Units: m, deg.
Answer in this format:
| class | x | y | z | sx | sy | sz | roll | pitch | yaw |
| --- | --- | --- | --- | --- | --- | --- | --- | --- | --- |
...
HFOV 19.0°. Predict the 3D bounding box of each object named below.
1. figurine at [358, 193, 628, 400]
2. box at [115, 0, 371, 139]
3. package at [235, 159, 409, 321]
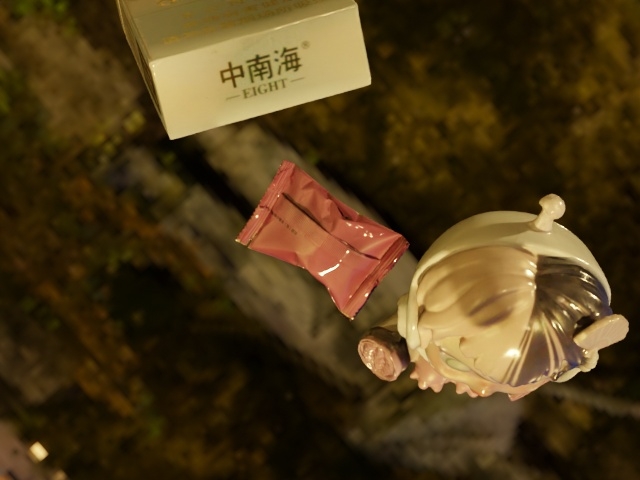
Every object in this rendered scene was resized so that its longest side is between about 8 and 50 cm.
| class | x | y | z | sx | sy | sz | roll | pitch | yaw |
| --- | --- | --- | --- | --- | --- | --- | --- | --- | --- |
| figurine | 0.197 | 0.083 | 2.299 | 0.253 | 0.211 | 0.361 | -4 | 170 | -14 |
| box | -0.067 | -0.167 | 1.421 | 0.155 | 0.067 | 0.243 | -15 | -151 | -8 |
| package | 0.000 | 0.000 | 1.054 | 0.059 | 0.083 | 0.029 | -56 | 179 | 21 |
